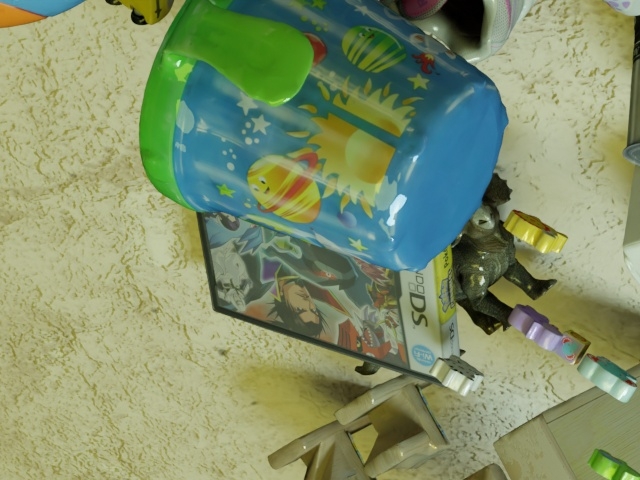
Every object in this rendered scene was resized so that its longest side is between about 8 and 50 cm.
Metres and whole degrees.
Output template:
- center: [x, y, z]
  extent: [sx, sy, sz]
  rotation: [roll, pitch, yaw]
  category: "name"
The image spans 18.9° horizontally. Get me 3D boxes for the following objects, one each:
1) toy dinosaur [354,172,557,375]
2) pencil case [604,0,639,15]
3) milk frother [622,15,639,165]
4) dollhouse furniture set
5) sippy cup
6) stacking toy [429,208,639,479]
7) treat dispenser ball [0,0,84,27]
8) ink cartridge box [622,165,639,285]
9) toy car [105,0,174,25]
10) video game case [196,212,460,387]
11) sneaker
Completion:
- center: [0.119, 0.028, 1.848]
  extent: [0.160, 0.121, 0.313]
  rotation: [51, 142, 1]
  category: "toy dinosaur"
- center: [0.187, -0.293, 1.471]
  extent: [0.273, 0.113, 0.124]
  rotation: [39, 113, -23]
  category: "pencil case"
- center: [0.329, -0.125, 1.588]
  extent: [0.143, 0.134, 0.129]
  rotation: [2, 167, 18]
  category: "milk frother"
- center: [0.212, 0.274, 1.941]
  extent: [0.394, 0.256, 0.362]
  rotation: [-39, 75, 47]
  category: "dollhouse furniture set"
- center: [0.014, -0.092, 1.508]
  extent: [0.224, 0.305, 0.240]
  rotation: [28, 123, 25]
  category: "sippy cup"
- center: [0.222, 0.098, 1.684]
  extent: [0.221, 0.052, 0.167]
  rotation: [33, 104, 18]
  category: "stacking toy"
- center: [-0.256, -0.304, 1.457]
  extent: [0.288, 0.288, 0.288]
  rotation: [8, 137, 8]
  category: "treat dispenser ball"
- center: [0.442, -0.002, 1.695]
  extent: [0.289, 0.121, 0.211]
  rotation: [-17, 128, 31]
  category: "ink cartridge box"
- center: [-0.097, -0.198, 1.604]
  extent: [0.239, 0.053, 0.225]
  rotation: [59, 150, 11]
  category: "toy car"
- center: [0.000, 0.000, 1.803]
  extent: [0.275, 0.035, 0.248]
  rotation: [16, 133, 29]
  category: "video game case"
- center: [0.080, -0.240, 1.557]
  extent: [0.252, 0.111, 0.103]
  rotation: [37, 134, -21]
  category: "sneaker"
